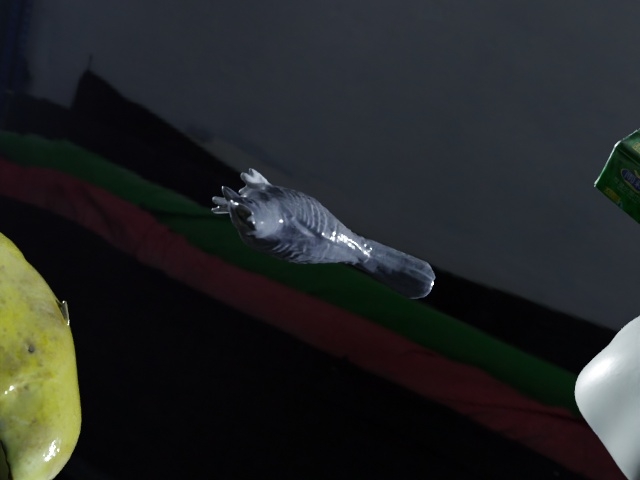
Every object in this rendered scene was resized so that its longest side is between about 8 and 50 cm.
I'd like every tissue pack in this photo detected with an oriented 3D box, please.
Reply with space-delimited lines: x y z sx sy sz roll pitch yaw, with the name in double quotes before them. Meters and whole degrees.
"tissue pack" 0.517 -0.085 1.196 0.148 0.156 0.209 -28 -119 -27

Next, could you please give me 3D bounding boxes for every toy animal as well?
"toy animal" -0.034 -0.018 1.028 0.206 0.081 0.367 30 -175 38

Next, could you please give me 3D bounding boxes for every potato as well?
"potato" -0.285 0.101 0.810 0.111 0.160 0.271 -19 -100 -32

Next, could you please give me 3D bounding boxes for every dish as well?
"dish" 0.271 0.094 0.586 0.191 0.066 0.190 -2 -144 1
